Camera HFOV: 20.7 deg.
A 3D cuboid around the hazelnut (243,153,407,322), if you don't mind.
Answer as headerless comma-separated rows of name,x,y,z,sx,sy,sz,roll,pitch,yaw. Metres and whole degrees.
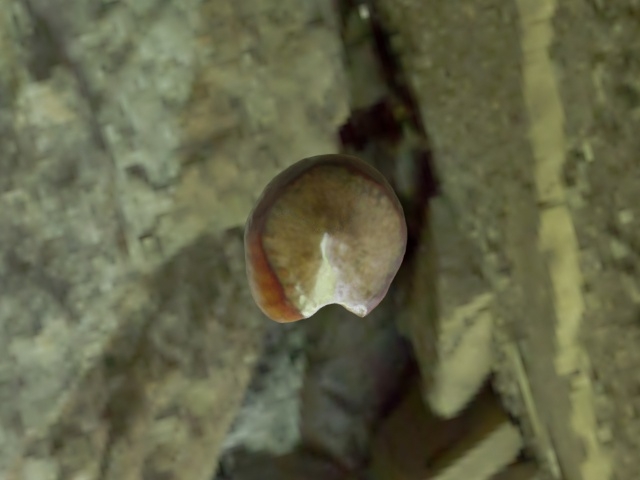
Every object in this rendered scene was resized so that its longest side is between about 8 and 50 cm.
hazelnut,0.000,0.000,0.826,0.086,0.086,0.086,164,90,-87
